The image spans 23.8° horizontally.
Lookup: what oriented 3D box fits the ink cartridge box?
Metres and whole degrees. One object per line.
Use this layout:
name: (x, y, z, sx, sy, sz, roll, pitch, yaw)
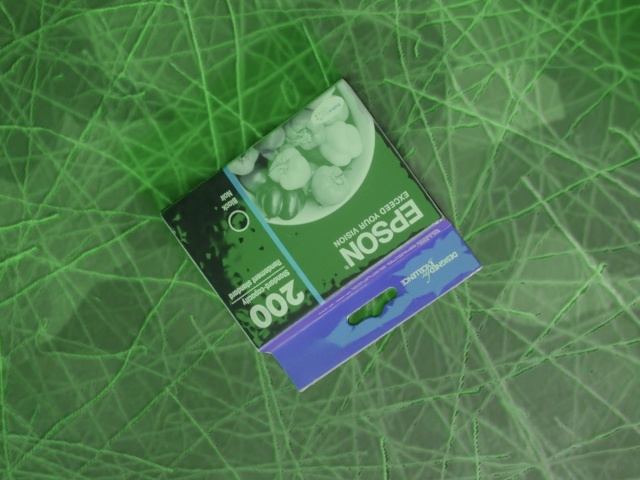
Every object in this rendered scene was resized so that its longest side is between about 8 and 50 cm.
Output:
ink cartridge box: (0.000, 0.000, 1.329, 0.206, 0.045, 0.208, -36, 93, 11)
